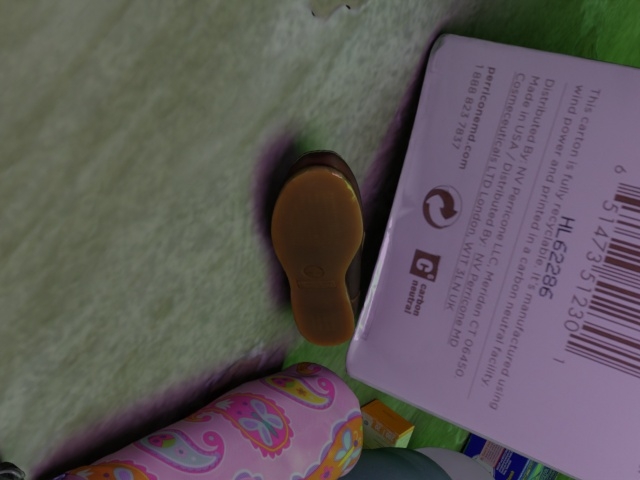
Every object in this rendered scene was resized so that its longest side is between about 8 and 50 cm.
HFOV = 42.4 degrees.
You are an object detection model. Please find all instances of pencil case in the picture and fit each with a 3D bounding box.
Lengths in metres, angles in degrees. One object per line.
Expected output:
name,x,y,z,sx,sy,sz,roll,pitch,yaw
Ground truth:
pencil case,-0.088,0.196,0.690,0.284,0.124,0.124,-19,133,-46

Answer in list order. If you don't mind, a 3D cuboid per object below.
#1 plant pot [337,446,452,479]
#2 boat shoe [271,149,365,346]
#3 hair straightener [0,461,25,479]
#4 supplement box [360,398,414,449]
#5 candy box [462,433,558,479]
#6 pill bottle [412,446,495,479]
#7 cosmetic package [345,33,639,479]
plant pot,-0.005,0.348,0.826,0.196,0.293,0.293,15,107,-32
boat shoe,0.000,0.000,0.684,0.207,0.073,0.073,91,5,-47
hair straightener,-0.224,0.247,0.572,0.089,0.047,0.230,-62,167,-59
supplement box,0.069,0.256,1.024,0.036,0.062,0.098,-18,131,-49
candy box,0.362,0.437,1.566,0.317,0.122,0.268,-2,119,-54
pill bottle,0.145,0.479,1.199,0.210,0.210,0.362,-32,141,-37
cosmetic package,0.288,0.025,0.809,0.394,0.328,0.329,6,101,-58
